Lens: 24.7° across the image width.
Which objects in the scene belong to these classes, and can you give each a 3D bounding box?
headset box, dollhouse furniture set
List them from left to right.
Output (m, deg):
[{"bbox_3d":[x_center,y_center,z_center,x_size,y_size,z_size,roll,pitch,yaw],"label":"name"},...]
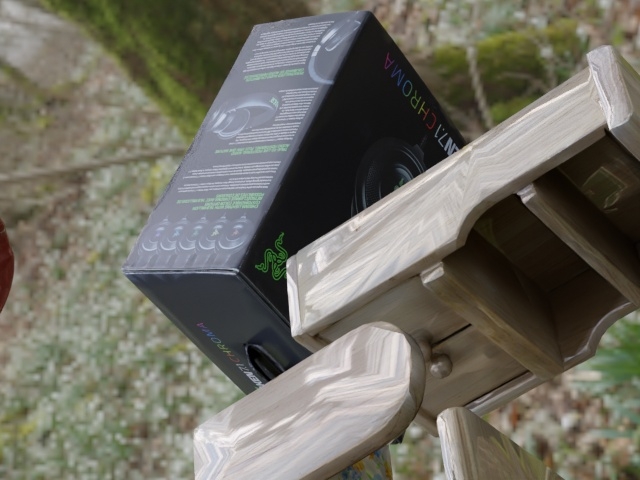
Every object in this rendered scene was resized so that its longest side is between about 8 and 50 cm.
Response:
[{"bbox_3d":[0.000,0.000,1.206,0.131,0.246,0.283,-1,51,40],"label":"headset box"},{"bbox_3d":[0.086,0.078,0.509,0.161,0.212,0.242,-33,40,25],"label":"dollhouse furniture set"}]

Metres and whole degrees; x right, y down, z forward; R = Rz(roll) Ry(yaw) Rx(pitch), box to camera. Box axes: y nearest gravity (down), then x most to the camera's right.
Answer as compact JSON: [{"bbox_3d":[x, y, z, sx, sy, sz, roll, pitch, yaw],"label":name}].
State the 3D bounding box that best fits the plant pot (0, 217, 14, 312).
[{"bbox_3d":[-0.463,-0.007,1.491,0.265,0.272,0.272,31,117,42],"label":"plant pot"}]
